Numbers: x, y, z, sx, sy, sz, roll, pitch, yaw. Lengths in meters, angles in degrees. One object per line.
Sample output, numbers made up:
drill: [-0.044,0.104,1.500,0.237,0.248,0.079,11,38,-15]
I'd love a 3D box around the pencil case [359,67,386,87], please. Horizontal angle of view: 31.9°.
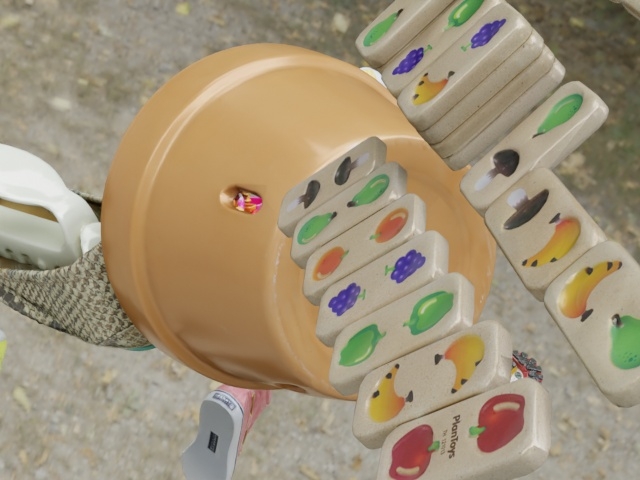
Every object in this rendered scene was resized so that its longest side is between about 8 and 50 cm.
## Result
pencil case: [0.105,-0.105,1.477,0.273,0.124,0.113,51,7,23]

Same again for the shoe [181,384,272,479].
shoe: [-0.101,0.212,1.251,0.063,0.178,0.081,33,45,16]

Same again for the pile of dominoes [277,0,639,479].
pile of dominoes: [0.061,-0.033,0.388,0.040,0.196,0.251,43,12,-26]

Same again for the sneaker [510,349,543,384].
sneaker: [0.234,0.260,1.557,0.088,0.092,0.225,36,57,10]

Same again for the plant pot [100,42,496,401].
plant pot: [0.000,0.000,0.879,0.291,0.291,0.203,0,13,-31]

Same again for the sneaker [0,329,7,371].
sneaker: [-0.449,0.286,1.322,0.147,0.145,0.384,23,77,-3]

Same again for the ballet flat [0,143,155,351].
ballet flat: [-0.322,-0.027,1.065,0.483,0.182,0.164,12,51,34]

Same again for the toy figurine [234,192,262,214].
toy figurine: [-0.104,-0.083,1.426,0.130,0.159,0.173,4,11,20]
